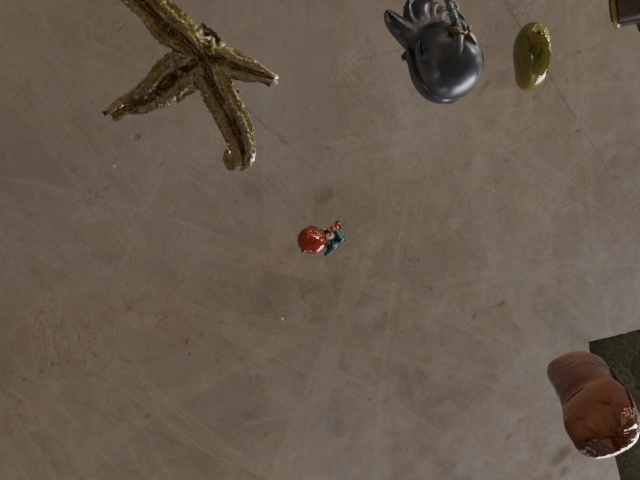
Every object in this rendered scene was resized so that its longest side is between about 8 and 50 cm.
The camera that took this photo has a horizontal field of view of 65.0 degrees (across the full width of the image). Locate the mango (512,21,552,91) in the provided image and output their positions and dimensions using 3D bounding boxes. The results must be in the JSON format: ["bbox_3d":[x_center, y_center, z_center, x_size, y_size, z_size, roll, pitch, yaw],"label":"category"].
[{"bbox_3d":[0.543,-0.461,1.283,0.086,0.122,0.191,-20,136,4],"label":"mango"}]

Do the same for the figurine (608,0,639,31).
[{"bbox_3d":[0.644,-0.447,0.960,0.082,0.154,0.098,-44,127,-40],"label":"figurine"}]

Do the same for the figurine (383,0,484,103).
[{"bbox_3d":[0.256,-0.439,1.122,0.175,0.197,0.265,-33,91,8],"label":"figurine"}]

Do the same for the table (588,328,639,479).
[{"bbox_3d":[0.816,0.372,1.103,0.273,0.334,0.222,3,157,-13],"label":"table"}]

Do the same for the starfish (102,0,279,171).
[{"bbox_3d":[-0.290,-0.334,1.011,0.432,0.082,0.324,29,129,-3],"label":"starfish"}]

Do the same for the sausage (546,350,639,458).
[{"bbox_3d":[0.383,0.223,0.710,0.089,0.300,0.083,-29,84,18],"label":"sausage"}]

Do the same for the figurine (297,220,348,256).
[{"bbox_3d":[0.000,0.000,1.201,0.140,0.075,0.068,-14,160,-43],"label":"figurine"}]
